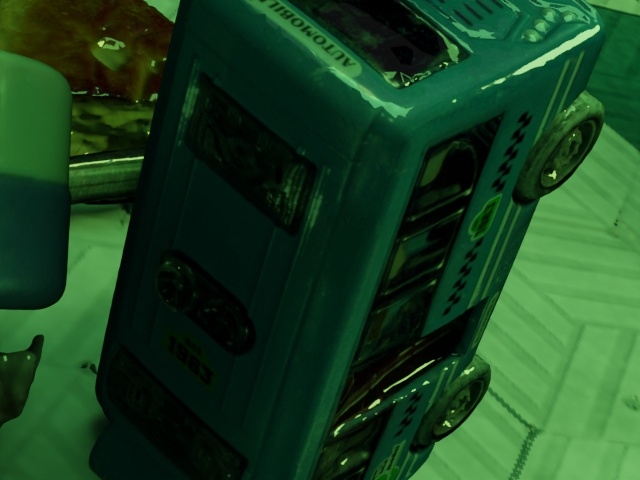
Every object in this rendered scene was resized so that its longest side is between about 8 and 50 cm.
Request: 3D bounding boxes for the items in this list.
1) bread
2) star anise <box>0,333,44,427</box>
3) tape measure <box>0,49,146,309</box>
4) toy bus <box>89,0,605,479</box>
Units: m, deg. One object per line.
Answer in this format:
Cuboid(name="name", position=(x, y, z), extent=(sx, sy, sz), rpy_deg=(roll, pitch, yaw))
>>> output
Cuboid(name="bread", position=(-0.113, -0.069, 0.898), extent=(0.154, 0.054, 0.136), rpy_deg=(34, 32, 24))
Cuboid(name="star anise", position=(-0.106, 0.130, 0.655), extent=(0.148, 0.218, 0.227), rpy_deg=(13, 65, -75))
Cuboid(name="tape measure", position=(-0.137, -0.017, 0.715), extent=(0.351, 0.098, 0.215), rpy_deg=(1, -1, -36))
Cuboid(name="toy bus", position=(0.000, 0.000, 0.704), extent=(0.113, 0.246, 0.134), rpy_deg=(40, 47, 22))
